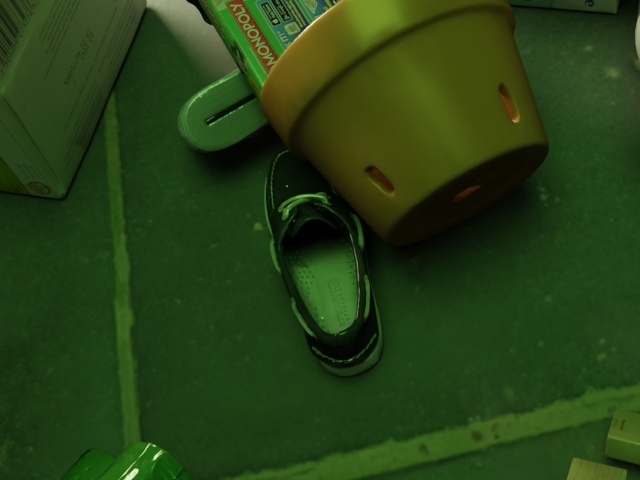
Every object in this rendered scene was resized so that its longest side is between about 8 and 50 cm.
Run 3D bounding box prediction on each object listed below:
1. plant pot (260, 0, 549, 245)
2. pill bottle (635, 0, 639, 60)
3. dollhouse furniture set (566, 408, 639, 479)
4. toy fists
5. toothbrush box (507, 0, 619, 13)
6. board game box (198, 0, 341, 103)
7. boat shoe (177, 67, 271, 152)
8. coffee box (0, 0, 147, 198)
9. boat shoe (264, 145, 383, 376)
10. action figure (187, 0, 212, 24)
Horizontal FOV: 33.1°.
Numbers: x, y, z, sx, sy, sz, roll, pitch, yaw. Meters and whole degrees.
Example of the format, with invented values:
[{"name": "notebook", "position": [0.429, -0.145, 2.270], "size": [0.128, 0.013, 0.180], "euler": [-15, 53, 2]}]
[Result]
[{"name": "plant pot", "position": [0.107, -0.129, 1.158], "size": [0.290, 0.291, 0.203], "euler": [-27, 75, -3]}, {"name": "pill bottle", "position": [0.456, -0.277, 1.183], "size": [0.204, 0.204, 0.361], "euler": [5, 62, 16]}, {"name": "dollhouse furniture set", "position": [0.302, 0.259, 1.015], "size": [0.144, 0.123, 0.151], "euler": [11, 29, 19]}, {"name": "toy fists", "position": [-0.213, 0.277, 1.016], "size": [0.096, 0.279, 0.142], "euler": [49, 61, -12]}, {"name": "toothbrush box", "position": [0.246, -0.419, 1.361], "size": [0.295, 0.126, 0.216], "euler": [8, 62, 18]}, {"name": "board game box", "position": [-0.041, -0.318, 1.280], "size": [0.213, 0.046, 0.317], "euler": [-25, 69, -13]}, {"name": "boat shoe", "position": [-0.045, -0.201, 1.324], "size": [0.302, 0.109, 0.094], "euler": [-26, 14, -14]}, {"name": "coffee box", "position": [-0.469, -0.297, 1.340], "size": [0.334, 0.338, 0.338], "euler": [7, 62, 18]}, {"name": "boat shoe", "position": [0.000, 0.000, 1.199], "size": [0.114, 0.091, 0.303], "euler": [-22, 58, 0]}, {"name": "action figure", "position": [-0.057, -0.404, 1.419], "size": [0.164, 0.141, 0.276], "euler": [28, 71, 16]}]
